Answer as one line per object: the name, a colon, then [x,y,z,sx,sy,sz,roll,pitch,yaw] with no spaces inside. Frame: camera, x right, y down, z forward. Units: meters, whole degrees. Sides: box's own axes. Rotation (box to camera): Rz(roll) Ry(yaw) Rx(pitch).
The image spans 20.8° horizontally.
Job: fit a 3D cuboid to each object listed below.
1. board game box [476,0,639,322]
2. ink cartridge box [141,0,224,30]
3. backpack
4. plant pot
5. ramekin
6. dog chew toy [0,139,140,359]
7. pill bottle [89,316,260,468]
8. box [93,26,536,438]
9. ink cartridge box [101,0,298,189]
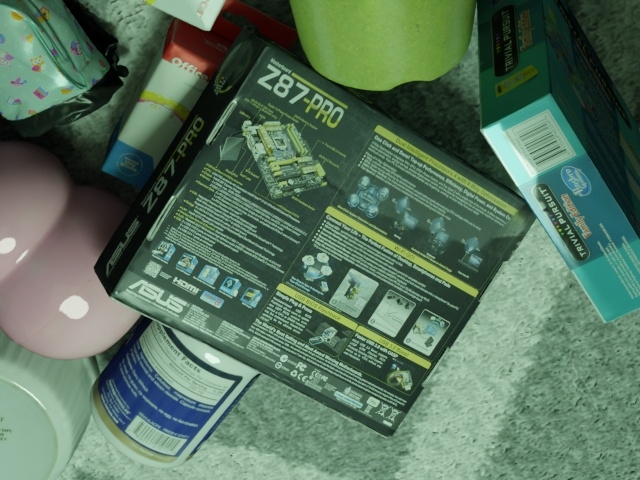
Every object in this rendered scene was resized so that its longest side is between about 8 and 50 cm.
board game box: [0.253,-0.113,1.780,0.079,0.336,0.254,-26,117,19]
ink cartridge box: [-0.160,-0.326,1.798,0.176,0.127,0.128,25,120,-11]
backpack: [-0.316,-0.210,1.891,0.152,0.115,0.182,-22,115,19]
plant pot: [0.060,-0.301,1.744,0.276,0.276,0.254,-2,134,5]
ramekin: [-0.413,0.207,2.151,0.272,0.127,0.273,2,123,3]
dog chew toy: [-0.343,-0.017,1.965,0.332,0.207,0.206,42,116,-16]
pill bottle: [-0.148,0.135,2.072,0.153,0.153,0.265,32,118,-15]
box: [0.000,0.000,1.907,0.395,0.097,0.318,29,99,-27]
ink cartridge box: [-0.133,-0.154,1.933,0.134,0.078,0.231,25,120,-13]
